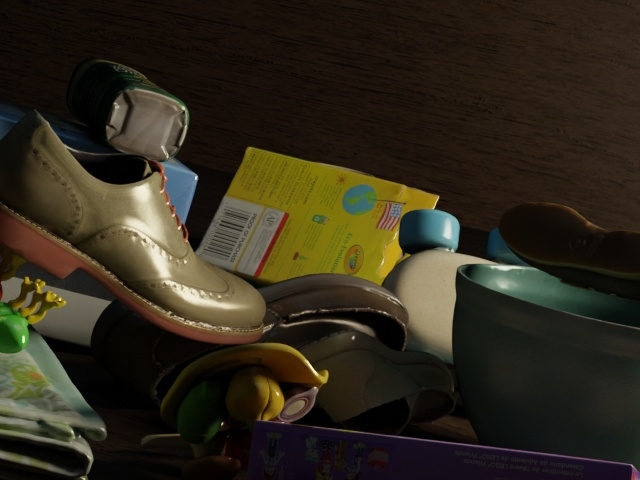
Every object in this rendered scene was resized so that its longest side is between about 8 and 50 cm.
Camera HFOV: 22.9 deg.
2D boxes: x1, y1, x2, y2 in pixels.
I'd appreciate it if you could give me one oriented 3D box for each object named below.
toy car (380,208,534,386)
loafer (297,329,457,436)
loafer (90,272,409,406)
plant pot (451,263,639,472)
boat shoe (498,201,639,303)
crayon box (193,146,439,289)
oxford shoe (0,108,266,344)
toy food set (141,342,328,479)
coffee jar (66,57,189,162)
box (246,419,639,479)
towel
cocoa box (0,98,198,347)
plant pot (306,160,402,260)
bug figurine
[{"bbox_3d":[0.158,0.112,1.919,0.210,0.219,0.238,10,-21,-6],"label":"toy car"},{"bbox_3d":[0.061,0.163,1.626,0.102,0.092,0.268,-22,-24,26],"label":"loafer"},{"bbox_3d":[-0.057,0.128,1.674,0.366,0.133,0.130,-4,39,-28],"label":"loafer"},{"bbox_3d":[0.260,0.151,1.591,0.293,0.196,0.293,12,8,-2],"label":"plant pot"},{"bbox_3d":[0.273,0.020,1.613,0.207,0.073,0.073,23,-24,43],"label":"boat shoe"},{"bbox_3d":[0.000,0.000,2.245,0.319,0.202,0.081,16,-21,29],"label":"crayon box"},{"bbox_3d":[-0.163,-0.004,1.480,0.348,0.130,0.123,29,6,-41],"label":"oxford shoe"},{"bbox_3d":[-0.069,0.164,1.349,0.128,0.071,0.218,3,-30,-20],"label":"toy food set"},{"bbox_3d":[-0.217,-0.147,1.745,0.096,0.079,0.184,16,10,-28],"label":"coffee jar"},{"bbox_3d":[0.108,0.194,1.277,0.293,0.057,0.201,5,-9,14],"label":"box"},{"bbox_3d":[-0.375,0.121,1.326,0.321,0.090,0.374,8,8,-25],"label":"towel"},{"bbox_3d":[-0.350,-0.035,1.798,0.347,0.227,0.231,16,6,-20],"label":"cocoa box"},{"bbox_3d":[0.002,-0.018,2.437,0.284,0.190,0.284,10,8,-1],"label":"plant pot"},{"bbox_3d":[-0.359,0.041,1.350,0.279,0.072,0.216,7,14,-42],"label":"bug figurine"}]
